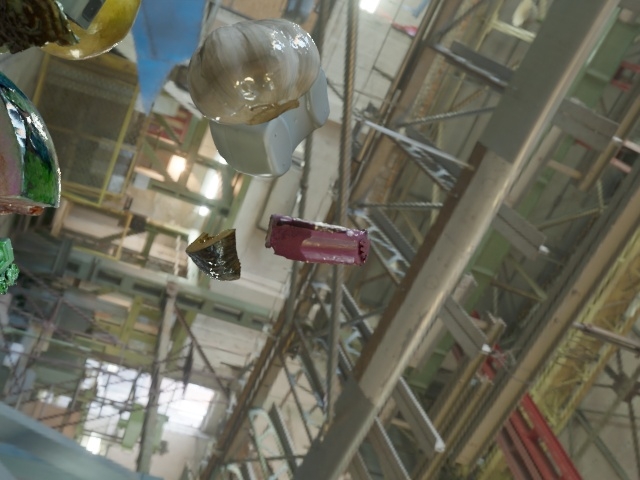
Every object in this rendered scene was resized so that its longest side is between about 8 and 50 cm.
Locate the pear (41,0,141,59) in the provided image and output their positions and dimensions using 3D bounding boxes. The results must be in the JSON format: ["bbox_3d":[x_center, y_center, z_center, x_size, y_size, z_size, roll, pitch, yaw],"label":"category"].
[{"bbox_3d":[-0.597,-0.594,1.639,0.314,0.315,0.314,-161,-90,-74],"label":"pear"}]

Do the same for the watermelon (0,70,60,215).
[{"bbox_3d":[-0.560,-0.177,1.142,0.222,0.319,0.292,19,64,-67],"label":"watermelon"}]

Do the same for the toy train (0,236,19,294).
[{"bbox_3d":[-0.831,0.075,1.691,0.251,0.085,0.119,-128,-148,-73],"label":"toy train"}]

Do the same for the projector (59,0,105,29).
[{"bbox_3d":[-0.492,-0.487,1.348,0.082,0.083,0.083,-57,175,0],"label":"projector"}]

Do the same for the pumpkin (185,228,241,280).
[{"bbox_3d":[-0.292,0.066,1.899,0.111,0.163,0.279,-37,-165,-26],"label":"pumpkin"}]

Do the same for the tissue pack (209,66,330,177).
[{"bbox_3d":[-0.146,-0.341,1.785,0.333,0.236,0.229,-56,152,-29],"label":"tissue pack"}]

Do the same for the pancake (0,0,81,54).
[{"bbox_3d":[-0.548,-0.503,1.125,0.067,0.305,0.426,-55,153,-47],"label":"pancake"}]

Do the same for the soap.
[{"bbox_3d":[0.000,0.000,1.865,0.182,0.289,0.112,-135,-125,-75],"label":"soap"}]

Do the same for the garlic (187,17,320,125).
[{"bbox_3d":[-0.114,-0.294,1.105,0.230,0.178,0.143,-28,176,-6],"label":"garlic"}]
